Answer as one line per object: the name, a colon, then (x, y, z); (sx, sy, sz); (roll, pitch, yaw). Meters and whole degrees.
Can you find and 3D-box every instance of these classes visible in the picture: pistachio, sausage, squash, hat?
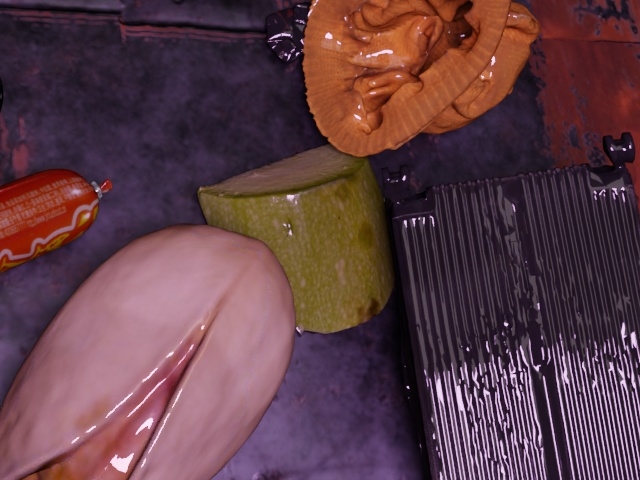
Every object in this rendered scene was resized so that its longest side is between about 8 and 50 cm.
pistachio: (-0.137, 0.115, 1.067); (0.187, 0.187, 0.299); (38, 63, -4)
sausage: (-0.290, -0.003, 1.115); (0.264, 0.083, 0.083); (-26, 80, -31)
squash: (0.007, -0.012, 1.244); (0.192, 0.085, 0.184); (-23, 78, -28)
hat: (0.140, -0.177, 1.349); (0.233, 0.234, 0.244); (18, 76, -53)

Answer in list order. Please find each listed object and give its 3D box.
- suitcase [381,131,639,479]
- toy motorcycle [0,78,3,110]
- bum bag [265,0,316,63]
suitcase: (0.185, 0.095, 1.172); (0.230, 0.152, 0.335); (-9, 79, 3)
toy motorcycle: (-0.428, -0.150, 1.100); (0.331, 0.125, 0.196); (33, 61, -3)
bum bag: (-0.004, -0.225, 1.362); (0.124, 0.034, 0.057); (-26, 88, -30)
